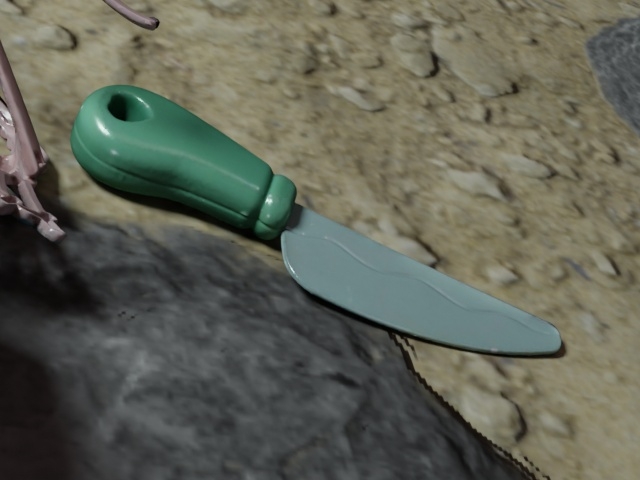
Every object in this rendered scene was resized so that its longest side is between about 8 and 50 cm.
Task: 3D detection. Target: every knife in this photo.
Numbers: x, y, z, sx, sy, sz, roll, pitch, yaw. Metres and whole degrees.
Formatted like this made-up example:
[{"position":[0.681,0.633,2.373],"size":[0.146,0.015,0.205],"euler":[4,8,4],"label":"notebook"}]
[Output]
[{"position":[-0.001,0.001,0.735],"size":[0.260,0.034,0.063],"euler":[28,37,-2],"label":"knife"}]

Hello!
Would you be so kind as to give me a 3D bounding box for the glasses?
[{"position":[-0.173,-0.108,0.647],"size":[0.255,0.095,0.162],"euler":[47,19,5],"label":"glasses"}]
